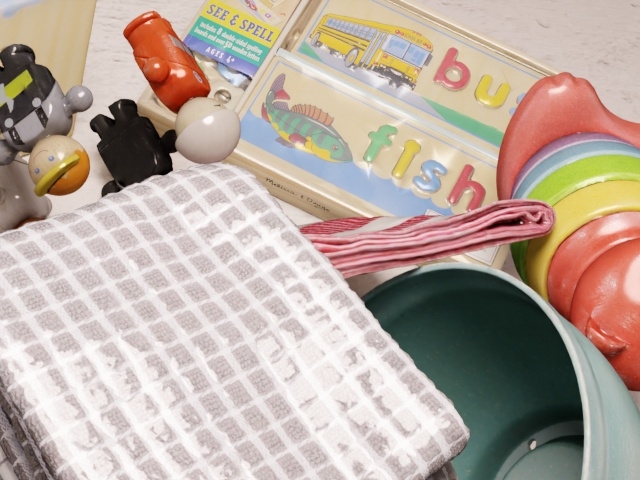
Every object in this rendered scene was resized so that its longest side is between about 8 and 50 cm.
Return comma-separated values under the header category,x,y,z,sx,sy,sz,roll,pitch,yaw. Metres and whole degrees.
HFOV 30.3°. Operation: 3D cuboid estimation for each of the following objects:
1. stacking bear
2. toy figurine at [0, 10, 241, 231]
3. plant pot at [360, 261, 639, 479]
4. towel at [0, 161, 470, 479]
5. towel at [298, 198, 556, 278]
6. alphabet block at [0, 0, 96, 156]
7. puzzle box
category,x,y,z,sx,sy,sz,roll,pitch,yaw
stacking bear,0.240,0.009,0.965,0.175,0.164,0.289,24,26,-14
toy figurine,-0.193,-0.075,1.033,0.209,0.213,0.148,-20,71,-34
plant pot,0.125,0.186,0.853,0.196,0.293,0.293,27,32,-37
towel,-0.075,0.092,0.700,0.235,0.121,0.284,-24,62,-37
towel,0.000,0.000,0.993,0.237,0.037,0.329,-10,5,-32
alphabet block,-0.345,-0.195,1.104,0.193,0.197,0.192,40,43,21
puzzle box,0.049,-0.145,1.248,0.409,0.052,0.272,26,64,5
